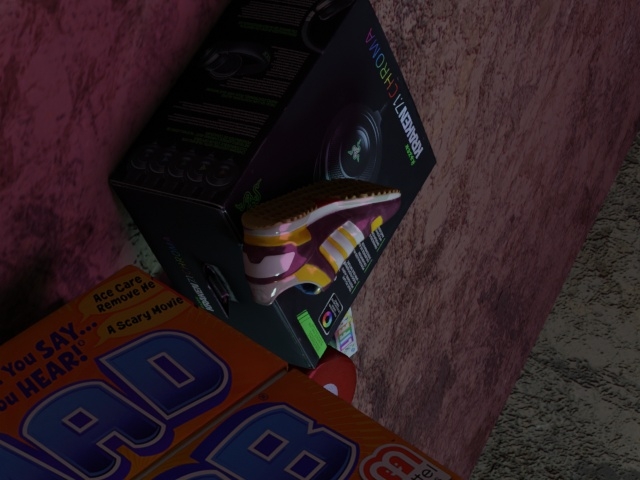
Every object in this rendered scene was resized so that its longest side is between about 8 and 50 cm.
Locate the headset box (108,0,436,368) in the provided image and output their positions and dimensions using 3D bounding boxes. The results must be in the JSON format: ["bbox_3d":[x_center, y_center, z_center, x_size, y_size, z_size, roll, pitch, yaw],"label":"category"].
[{"bbox_3d":[-0.040,-0.057,1.820,0.283,0.131,0.246,-58,143,-27],"label":"headset box"}]

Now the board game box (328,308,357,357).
[{"bbox_3d":[-0.025,0.050,2.061,0.026,0.154,0.103,-39,154,-15],"label":"board game box"}]

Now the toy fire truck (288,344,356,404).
[{"bbox_3d":[-0.121,0.182,1.968,0.254,0.169,0.302,-2,114,-51],"label":"toy fire truck"}]

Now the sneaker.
[{"bbox_3d":[0.000,0.000,1.720,0.185,0.070,0.083,-17,113,-44],"label":"sneaker"}]

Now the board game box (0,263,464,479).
[{"bbox_3d":[-0.153,0.310,1.560,0.356,0.356,0.356,-35,145,-41],"label":"board game box"}]
